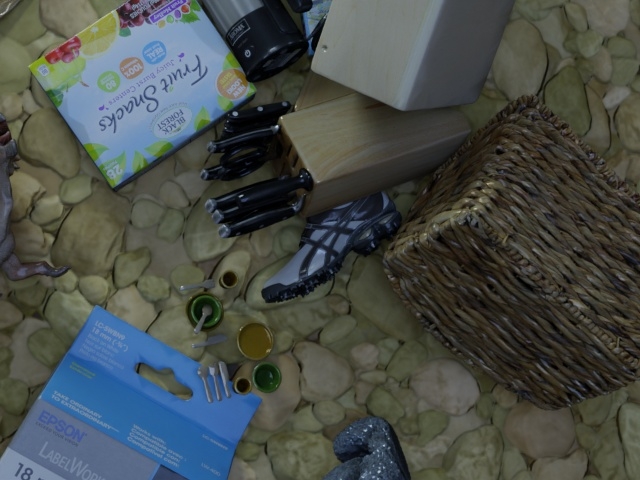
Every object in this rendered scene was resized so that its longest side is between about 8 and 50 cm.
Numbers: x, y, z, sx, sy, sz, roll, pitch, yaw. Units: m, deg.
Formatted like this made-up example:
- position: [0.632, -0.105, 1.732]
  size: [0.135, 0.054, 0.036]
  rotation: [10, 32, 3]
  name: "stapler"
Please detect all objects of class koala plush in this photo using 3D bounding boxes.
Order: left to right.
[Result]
- position: [0.014, 0.341, 1.376]
  size: [0.221, 0.203, 0.196]
  rotation: [-25, 92, 5]
  name: "koala plush"

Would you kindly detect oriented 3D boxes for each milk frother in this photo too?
- position: [-0.052, -0.273, 1.391]
  size: [0.129, 0.143, 0.135]
  rotation: [-33, 82, 23]
  name: "milk frother"

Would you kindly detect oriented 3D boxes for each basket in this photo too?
- position: [0.247, 0.024, 1.410]
  size: [0.299, 0.213, 0.223]
  rotation: [40, 53, -12]
  name: "basket"

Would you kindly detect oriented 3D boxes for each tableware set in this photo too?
- position: [-0.103, 0.113, 1.423]
  size: [0.104, 0.024, 0.154]
  rotation: [-11, 83, -24]
  name: "tableware set"

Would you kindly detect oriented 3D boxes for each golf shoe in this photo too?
- position: [0.000, 0.000, 1.432]
  size: [0.198, 0.077, 0.094]
  rotation: [-34, 84, -14]
  name: "golf shoe"

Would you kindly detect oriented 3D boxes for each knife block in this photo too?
- position: [0.010, -0.080, 1.371]
  size: [0.275, 0.088, 0.242]
  rotation: [22, 61, -3]
  name: "knife block"

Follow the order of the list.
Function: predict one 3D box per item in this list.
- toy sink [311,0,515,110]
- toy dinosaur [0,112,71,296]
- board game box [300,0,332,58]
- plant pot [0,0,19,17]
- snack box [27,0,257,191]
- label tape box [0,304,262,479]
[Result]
- position: [0.108, -0.243, 1.340]
  size: [0.131, 0.234, 0.153]
  rotation: [27, 110, 21]
  name: "toy sink"
- position: [-0.427, -0.004, 1.353]
  size: [0.295, 0.127, 0.200]
  rotation: [-32, 86, 6]
  name: "toy dinosaur"
- position: [0.052, -0.285, 1.460]
  size: [0.154, 0.026, 0.103]
  rotation: [-8, 90, -7]
  name: "board game box"
- position: [-0.425, -0.351, 1.343]
  size: [0.236, 0.032, 0.236]
  rotation: [-18, 122, -32]
  name: "plant pot"
- position: [-0.207, -0.186, 1.404]
  size: [0.207, 0.070, 0.174]
  rotation: [-34, 93, -6]
  name: "snack box"
- position: [-0.246, 0.277, 1.374]
  size: [0.240, 0.106, 0.334]
  rotation: [30, 86, -6]
  name: "label tape box"
